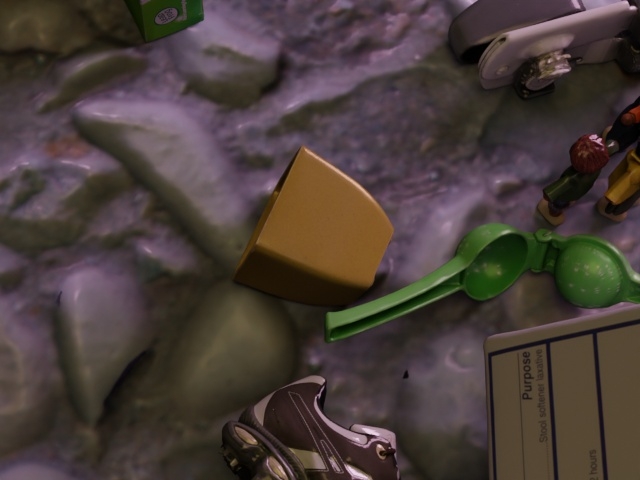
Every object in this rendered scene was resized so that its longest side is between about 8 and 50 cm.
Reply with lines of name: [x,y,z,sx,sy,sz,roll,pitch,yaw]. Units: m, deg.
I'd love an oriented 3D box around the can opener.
can opener: [0.237,-0.172,0.948,0.280,0.074,0.093,-14,69,-9]

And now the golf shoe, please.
golf shoe: [0.030,0.165,0.799,0.094,0.077,0.198,-41,77,-17]

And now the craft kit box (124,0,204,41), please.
craft kit box: [-0.157,-0.304,0.887,0.061,0.246,0.250,-25,71,-10]

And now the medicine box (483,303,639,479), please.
medicine box: [0.246,0.167,0.692,0.289,0.149,0.263,-17,62,38]

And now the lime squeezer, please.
lime squeezer: [0.156,0.029,0.853,0.310,0.110,0.058,4,111,-5]

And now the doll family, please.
doll family: [0.234,-0.075,0.888,0.076,0.111,0.193,39,71,12]

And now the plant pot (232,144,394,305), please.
plant pot: [0.000,0.000,0.864,0.083,0.081,0.081,26,68,-5]
